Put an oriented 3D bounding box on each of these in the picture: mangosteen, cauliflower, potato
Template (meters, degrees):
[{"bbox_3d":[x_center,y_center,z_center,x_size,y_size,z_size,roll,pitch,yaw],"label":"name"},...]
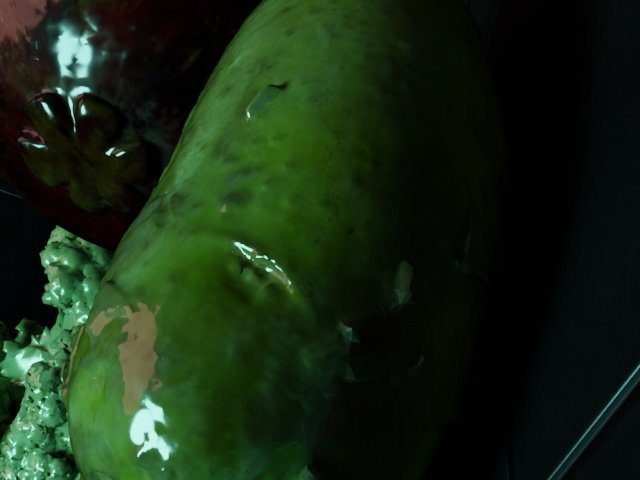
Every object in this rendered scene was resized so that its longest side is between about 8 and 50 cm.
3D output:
[{"bbox_3d":[-0.093,-0.151,0.802,0.306,0.306,0.359,-62,1,39],"label":"mangosteen"},{"bbox_3d":[-0.199,0.119,0.908,0.275,0.250,0.272,35,-136,-73],"label":"cauliflower"},{"bbox_3d":[0.000,0.000,0.437,0.176,0.141,0.298,-36,25,50],"label":"potato"}]
